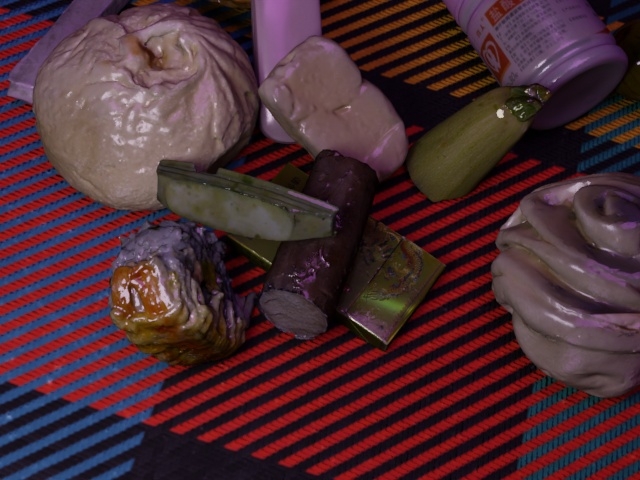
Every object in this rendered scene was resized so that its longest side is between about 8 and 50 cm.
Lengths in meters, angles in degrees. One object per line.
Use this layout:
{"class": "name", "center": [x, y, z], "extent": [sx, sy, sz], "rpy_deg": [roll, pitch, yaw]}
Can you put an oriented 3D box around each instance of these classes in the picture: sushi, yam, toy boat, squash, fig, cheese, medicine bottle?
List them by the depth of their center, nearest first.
{"class": "toy boat", "center": [-0.118, -0.053, 1.704], "extent": [0.292, 0.093, 0.055], "rpy_deg": [14, 27, 18]}
{"class": "sushi", "center": [-0.202, 0.084, 1.714], "extent": [0.139, 0.274, 0.184], "rpy_deg": [-14, 63, 15]}
{"class": "yam", "center": [0.002, 0.001, 1.767], "extent": [0.131, 0.131, 0.280], "rpy_deg": [19, 65, 4]}
{"class": "cheese", "center": [0.027, -0.197, 1.892], "extent": [0.159, 0.093, 0.263], "rpy_deg": [-47, 107, -13]}
{"class": "squash", "center": [0.276, -0.182, 1.893], "extent": [0.137, 0.287, 0.137], "rpy_deg": [24, 47, -28]}
{"class": "medicine bottle", "center": [0.358, -0.368, 2.008], "extent": [0.202, 0.202, 0.316], "rpy_deg": [-24, 67, -17]}
{"class": "fig", "center": [0.615, -0.277, 2.050], "extent": [0.259, 0.151, 0.151], "rpy_deg": [36, 62, -13]}

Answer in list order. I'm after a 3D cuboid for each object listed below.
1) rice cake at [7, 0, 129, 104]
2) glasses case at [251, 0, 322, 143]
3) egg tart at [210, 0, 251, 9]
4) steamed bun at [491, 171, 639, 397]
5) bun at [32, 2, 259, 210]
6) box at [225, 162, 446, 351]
{"class": "rice cake", "center": [-0.411, -0.366, 2.007], "extent": [0.072, 0.056, 0.365], "rpy_deg": [25, 63, 13]}
{"class": "glasses case", "center": [-0.054, -0.310, 1.949], "extent": [0.113, 0.075, 0.297], "rpy_deg": [-3, 90, -15]}
{"class": "egg tart", "center": [-0.115, -0.504, 2.077], "extent": [0.293, 0.123, 0.294], "rpy_deg": [3, 59, -5]}
{"class": "steamed bun", "center": [0.446, 0.041, 1.777], "extent": [0.352, 0.247, 0.339], "rpy_deg": [-17, 67, -19]}
{"class": "bun", "center": [-0.277, -0.229, 1.855], "extent": [0.352, 0.227, 0.349], "rpy_deg": [13, 64, 3]}
{"class": "box", "center": [0.023, 0.022, 1.856], "extent": [0.311, 0.043, 0.173], "rpy_deg": [34, 65, 12]}
